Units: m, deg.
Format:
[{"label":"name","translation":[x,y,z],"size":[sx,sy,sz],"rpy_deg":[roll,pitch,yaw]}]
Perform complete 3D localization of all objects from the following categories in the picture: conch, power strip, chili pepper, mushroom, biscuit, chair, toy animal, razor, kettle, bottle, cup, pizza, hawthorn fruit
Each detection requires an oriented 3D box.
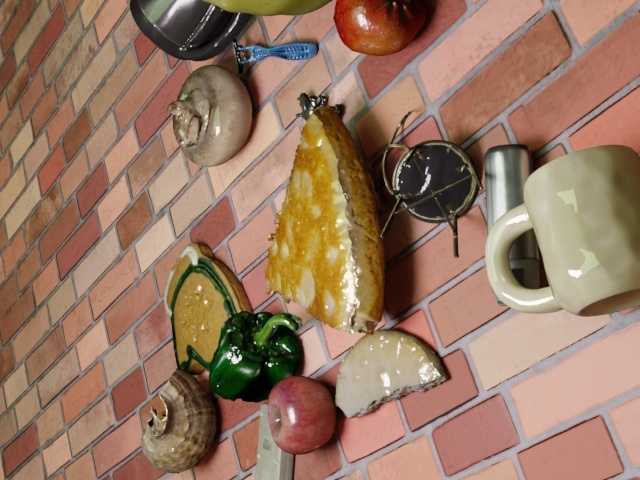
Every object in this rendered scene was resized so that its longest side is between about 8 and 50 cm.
[{"label":"conch","translation":[-0.306,0.416,2.113],"size":[0.210,0.158,0.291],"rpy_deg":[-60,-2,-22]},{"label":"power strip","translation":[-0.094,0.462,1.946],"size":[0.078,0.052,0.272],"rpy_deg":[5,92,49]},{"label":"chili pepper","translation":[-0.122,0.219,1.916],"size":[0.261,0.173,0.165],"rpy_deg":[-60,22,30]},{"label":"mushroom","translation":[-0.254,-0.277,2.088],"size":[0.226,0.178,0.227],"rpy_deg":[-7,82,59]},{"label":"biscuit","translation":[-0.275,0.183,2.172],"size":[0.344,0.057,0.287],"rpy_deg":[50,123,39]},{"label":"chair","translation":[0.184,-0.104,1.600],"size":[0.326,0.170,0.160],"rpy_deg":[-69,-5,-70]},{"label":"toy animal","translation":[-0.009,-0.261,1.899],"size":[0.135,0.047,0.065],"rpy_deg":[35,122,39]},{"label":"razor","translation":[-0.098,-0.404,2.017],"size":[0.253,0.042,0.082],"rpy_deg":[8,115,48]},{"label":"kettle","translation":[-0.272,-0.556,2.107],"size":[0.271,0.207,0.251],"rpy_deg":[-40,28,30]},{"label":"bottle","translation":[0.303,-0.025,1.483],"size":[0.079,0.096,0.254],"rpy_deg":[-2,84,6]},{"label":"cup","translation":[0.352,0.003,1.325],"size":[0.255,0.173,0.202],"rpy_deg":[-17,70,13]},{"label":"pizza","translation":[0.000,0.000,1.825],"size":[0.406,0.130,0.440],"rpy_deg":[-38,57,58]},{"label":"hawthorn fruit","translation":[0.098,-0.407,1.717],"size":[0.194,0.156,0.157],"rpy_deg":[163,107,-68]},{"label":"biscuit","translation":[0.109,0.234,1.731],"size":[0.289,0.038,0.141],"rpy_deg":[-32,63,44]}]

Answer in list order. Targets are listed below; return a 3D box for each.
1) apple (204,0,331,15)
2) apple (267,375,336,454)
[{"label":"apple","translation":[-0.090,-0.638,1.717],"size":[0.473,0.473,0.474],"rpy_deg":[-5,84,49]},{"label":"apple","translation":[-0.036,0.339,1.829],"size":[0.153,0.119,0.154],"rpy_deg":[176,90,-65]}]
